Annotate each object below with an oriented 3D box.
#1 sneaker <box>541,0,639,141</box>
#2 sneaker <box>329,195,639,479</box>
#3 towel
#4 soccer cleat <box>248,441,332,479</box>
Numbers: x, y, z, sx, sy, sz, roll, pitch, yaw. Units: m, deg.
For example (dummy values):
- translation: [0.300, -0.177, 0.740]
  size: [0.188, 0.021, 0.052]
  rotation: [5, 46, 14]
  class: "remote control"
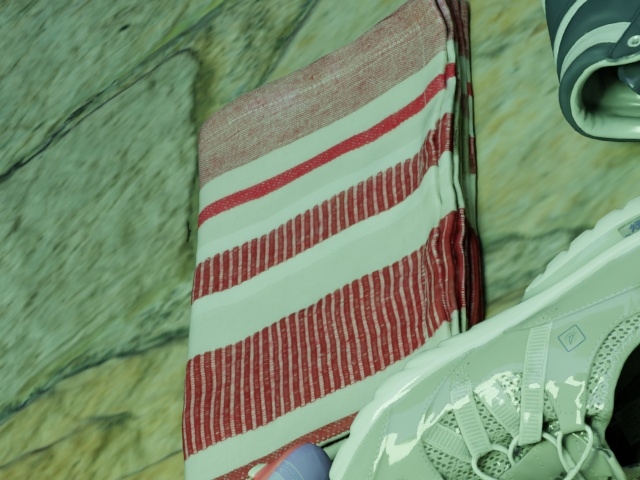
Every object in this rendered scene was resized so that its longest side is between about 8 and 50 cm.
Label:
- translation: [0.240, -0.157, 1.077]
  size: [0.282, 0.099, 0.153]
  rotation: [-33, 35, 35]
  class: "sneaker"
- translation: [0.112, 0.097, 1.001]
  size: [0.281, 0.105, 0.115]
  rotation: [-46, 36, 8]
  class: "sneaker"
- translation: [0.000, 0.000, 1.267]
  size: [0.237, 0.037, 0.329]
  rotation: [-29, 42, 31]
  class: "towel"
- translation: [-0.034, 0.233, 1.087]
  size: [0.095, 0.083, 0.248]
  rotation: [17, 66, 22]
  class: "soccer cleat"
